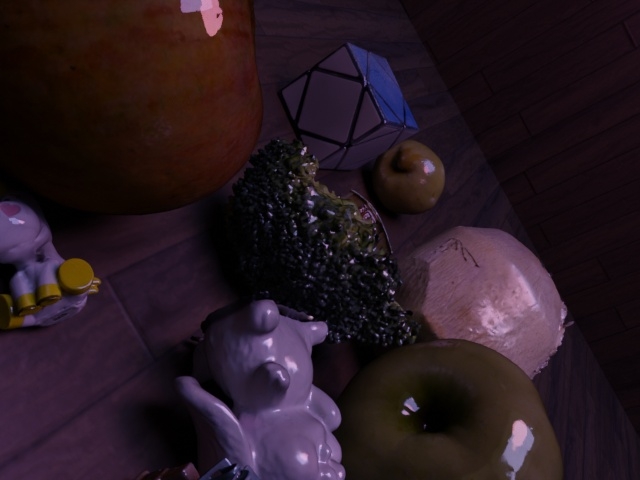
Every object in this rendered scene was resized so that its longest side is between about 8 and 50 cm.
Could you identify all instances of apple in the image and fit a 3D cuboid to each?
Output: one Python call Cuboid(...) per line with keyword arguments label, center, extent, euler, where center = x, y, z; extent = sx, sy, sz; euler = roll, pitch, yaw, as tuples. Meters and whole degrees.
Cuboid(label="apple", center=(-0.236, -0.219, 0.672), extent=(0.400, 0.334, 0.400), euler=(-7, 90, -90))
Cuboid(label="apple", center=(0.174, 0.326, 0.886), extent=(0.357, 0.357, 0.357), euler=(39, 36, -36))
Cuboid(label="apple", center=(0.222, -0.154, 1.537), extent=(0.200, 0.200, 0.200), euler=(39, 36, -36))

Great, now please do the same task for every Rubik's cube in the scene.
Cuboid(label="Rubik's cube", center=(0.068, -0.292, 1.381), extent=(0.205, 0.207, 0.204), euler=(-7, 71, -61))

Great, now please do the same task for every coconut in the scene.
Cuboid(label="coconut", center=(0.263, 0.167, 1.177), extent=(0.346, 0.360, 0.346), euler=(56, -7, 11))

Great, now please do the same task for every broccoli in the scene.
Cuboid(label="broccoli", center=(-0.010, -0.026, 1.032), extent=(0.397, 0.275, 0.353), euler=(-91, 164, -50))

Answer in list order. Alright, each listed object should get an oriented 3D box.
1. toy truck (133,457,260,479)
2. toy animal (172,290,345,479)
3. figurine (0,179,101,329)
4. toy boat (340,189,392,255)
Cuboid(label="toy truck", center=(-0.173, 0.318, 0.485), extent=(0.133, 0.184, 0.338), euler=(59, 29, -3))
Cuboid(label="toy animal", center=(-0.079, 0.211, 0.752), extent=(0.249, 0.174, 0.289), euler=(51, 27, -43))
Cuboid(label="figurine", center=(-0.313, 0.007, 0.645), extent=(0.178, 0.109, 0.129), euler=(57, 3, -8))
Cuboid(label="toy boat", center=(0.105, -0.036, 1.366), extent=(0.172, 0.065, 0.066), euler=(58, 15, 3))
